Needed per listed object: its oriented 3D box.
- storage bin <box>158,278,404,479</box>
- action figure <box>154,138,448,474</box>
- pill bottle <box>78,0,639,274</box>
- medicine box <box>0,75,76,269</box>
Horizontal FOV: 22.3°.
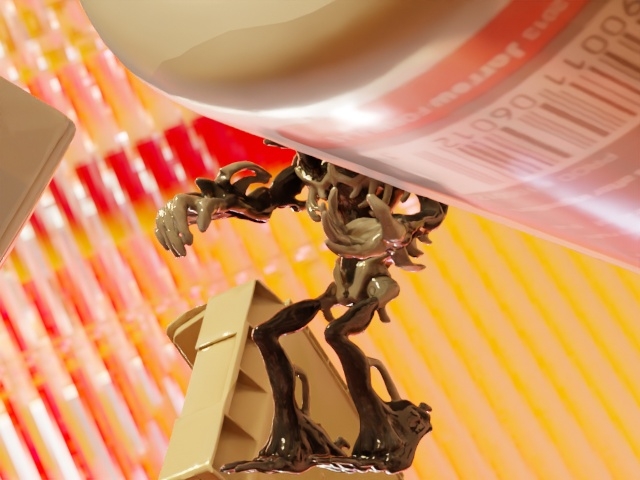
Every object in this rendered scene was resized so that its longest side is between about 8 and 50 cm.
[{"bbox_3d":[-0.046,0.211,1.330,0.260,0.123,0.262,58,23,-26],"label":"storage bin"},{"bbox_3d":[0.000,0.000,0.963,0.164,0.141,0.275,-7,-100,39],"label":"action figure"},{"bbox_3d":[0.117,-0.093,0.508,0.210,0.363,0.210,-17,-114,42],"label":"pill bottle"},{"bbox_3d":[-0.309,-0.003,0.837,0.263,0.149,0.289,31,-44,-9],"label":"medicine box"}]
